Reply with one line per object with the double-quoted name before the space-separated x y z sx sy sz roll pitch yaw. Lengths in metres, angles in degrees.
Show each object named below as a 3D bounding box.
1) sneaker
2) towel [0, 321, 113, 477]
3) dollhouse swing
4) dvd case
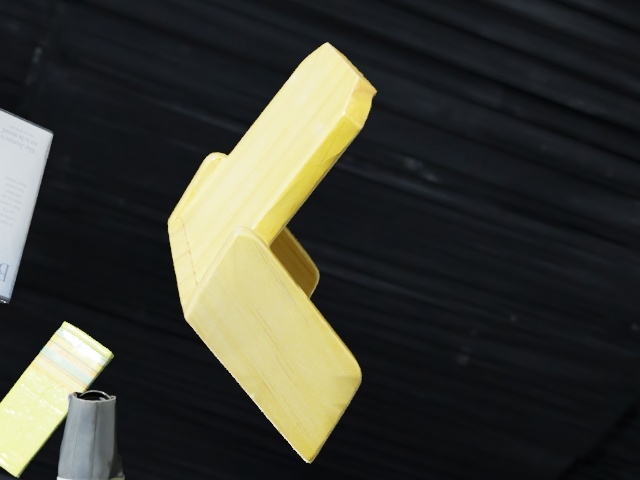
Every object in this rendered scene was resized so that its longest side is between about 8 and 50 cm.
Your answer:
"sneaker" -0.278 0.243 1.841 0.222 0.083 0.118 164 113 -83
"towel" -0.427 0.243 2.282 0.237 0.102 0.021 -53 -21 -13
"dollhouse swing" 0.000 0.000 1.713 0.305 0.315 0.347 -37 19 3
"dvd case" -0.464 -0.060 1.997 0.022 0.180 0.253 -2 71 45
